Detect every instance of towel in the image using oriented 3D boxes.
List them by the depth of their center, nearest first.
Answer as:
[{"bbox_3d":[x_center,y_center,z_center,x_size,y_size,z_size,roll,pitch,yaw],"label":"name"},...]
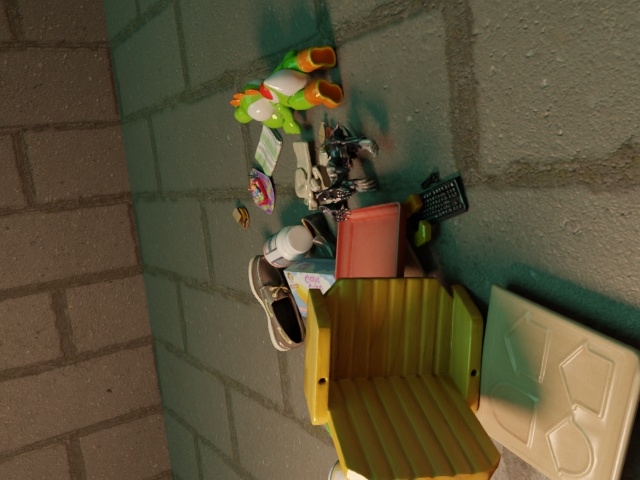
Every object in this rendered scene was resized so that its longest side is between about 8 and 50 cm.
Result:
[{"bbox_3d":[-0.169,-0.290,1.984,0.113,0.023,0.152,58,143,31],"label":"towel"}]

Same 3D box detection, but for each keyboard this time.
[{"bbox_3d":[0.248,-0.092,1.383,0.180,0.023,0.108,-24,78,57],"label":"keyboard"}]

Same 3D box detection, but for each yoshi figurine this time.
[{"bbox_3d":[-0.085,-0.405,1.730,0.362,0.203,0.203,-10,131,44],"label":"yoshi figurine"}]

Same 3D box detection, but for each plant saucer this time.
[{"bbox_3d":[0.121,0.051,1.471,0.258,0.048,0.259,-6,78,60],"label":"plant saucer"}]

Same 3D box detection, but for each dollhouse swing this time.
[{"bbox_3d":[0.166,0.254,1.197,0.305,0.347,0.315,-143,55,-76],"label":"dollhouse swing"}]

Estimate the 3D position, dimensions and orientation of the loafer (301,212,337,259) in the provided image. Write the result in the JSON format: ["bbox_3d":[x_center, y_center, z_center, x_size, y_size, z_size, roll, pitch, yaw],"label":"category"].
[{"bbox_3d":[0.000,0.000,1.765,0.170,0.061,0.062,62,143,24],"label":"loafer"}]

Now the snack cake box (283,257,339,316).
[{"bbox_3d":[0.019,0.135,1.718,0.264,0.089,0.152,-1,116,58],"label":"snack cake box"}]

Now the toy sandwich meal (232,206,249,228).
[{"bbox_3d":[-0.283,-0.082,2.220,0.085,0.029,0.085,23,118,53],"label":"toy sandwich meal"}]

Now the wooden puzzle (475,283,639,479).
[{"bbox_3d":[0.434,0.280,1.155,0.348,0.081,0.322,33,125,55],"label":"wooden puzzle"}]

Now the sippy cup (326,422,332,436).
[{"bbox_3d":[0.159,0.376,1.477,0.240,0.306,0.224,-113,42,-65],"label":"sippy cup"}]

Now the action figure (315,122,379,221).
[{"bbox_3d":[0.075,-0.176,1.521,0.164,0.141,0.275,78,-158,-48],"label":"action figure"}]

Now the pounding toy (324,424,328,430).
[{"bbox_3d":[0.107,0.497,1.700,0.094,0.181,0.206,-65,13,-4],"label":"pounding toy"}]

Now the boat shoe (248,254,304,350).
[{"bbox_3d":[-0.136,0.192,1.993,0.097,0.117,0.324,-23,83,53],"label":"boat shoe"}]

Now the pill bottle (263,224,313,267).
[{"bbox_3d":[-0.092,0.014,1.859,0.180,0.108,0.108,-26,77,63],"label":"pill bottle"}]

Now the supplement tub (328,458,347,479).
[{"bbox_3d":[0.124,0.652,1.684,0.200,0.144,0.144,-37,68,55],"label":"supplement tub"}]

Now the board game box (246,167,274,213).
[{"bbox_3d":[-0.208,-0.160,2.062,0.169,0.033,0.133,34,132,50],"label":"board game box"}]

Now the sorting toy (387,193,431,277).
[{"bbox_3d":[0.187,0.029,1.490,0.307,0.041,0.229,-49,57,54],"label":"sorting toy"}]

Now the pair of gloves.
[{"bbox_3d":[-0.013,-0.166,1.728,0.240,0.042,0.204,29,132,54],"label":"pair of gloves"}]

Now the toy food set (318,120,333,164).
[{"bbox_3d":[0.022,-0.258,1.694,0.078,0.019,0.122,38,130,47],"label":"toy food set"}]
